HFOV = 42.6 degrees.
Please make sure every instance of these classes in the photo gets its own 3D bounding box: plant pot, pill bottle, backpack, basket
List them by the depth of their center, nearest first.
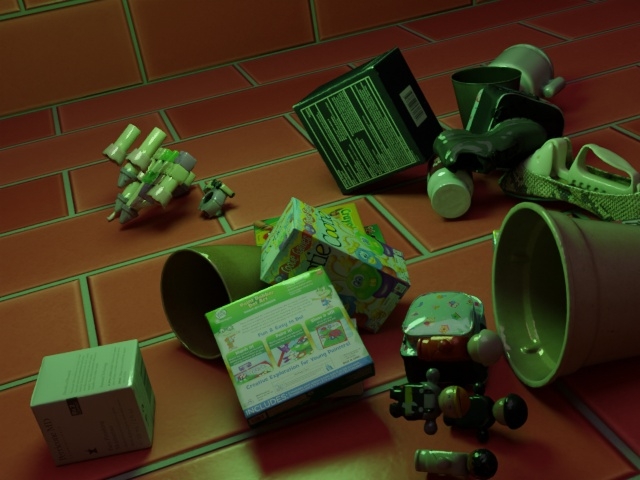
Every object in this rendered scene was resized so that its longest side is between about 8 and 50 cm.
[{"bbox_3d":[0.519,0.094,1.503,0.305,0.334,0.334,-1,27,-10],"label":"plant pot"},{"bbox_3d":[0.239,0.177,1.574,0.166,0.144,0.188,-6,25,18],"label":"backpack"},{"bbox_3d":[-0.174,0.105,1.778,0.237,0.237,0.254,17,23,39],"label":"plant pot"},{"bbox_3d":[0.342,-0.154,2.162,0.121,0.121,0.221,-4,29,10],"label":"pill bottle"},{"bbox_3d":[0.531,-0.302,2.255,0.253,0.225,0.191,9,20,-20],"label":"backpack"},{"bbox_3d":[0.491,-0.380,2.419,0.204,0.227,0.154,4,31,22],"label":"basket"}]

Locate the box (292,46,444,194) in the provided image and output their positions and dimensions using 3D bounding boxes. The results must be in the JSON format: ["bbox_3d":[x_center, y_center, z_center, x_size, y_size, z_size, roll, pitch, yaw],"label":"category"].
[{"bbox_3d":[0.136,-0.326,2.263,0.294,0.296,0.183,-19,18,38],"label":"box"}]

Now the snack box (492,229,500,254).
[{"bbox_3d":[0.479,0.054,1.741,0.207,0.070,0.174,-7,51,8],"label":"snack box"}]

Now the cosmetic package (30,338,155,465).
[{"bbox_3d":[-0.418,0.300,1.534,0.184,0.151,0.151,-12,29,-2],"label":"cosmetic package"}]

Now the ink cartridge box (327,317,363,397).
[{"bbox_3d":[-0.022,0.233,1.604,0.203,0.086,0.148,-7,30,5],"label":"ink cartridge box"}]

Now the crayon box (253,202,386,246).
[{"bbox_3d":[0.000,0.000,2.029,0.318,0.081,0.202,-11,28,-3],"label":"crayon box"}]

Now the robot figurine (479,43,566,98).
[{"bbox_3d":[0.627,-0.509,2.640,0.300,0.199,0.353,18,38,26],"label":"robot figurine"}]

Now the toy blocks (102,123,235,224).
[{"bbox_3d":[-0.474,-0.137,2.336,0.260,0.309,0.288,-56,30,-11],"label":"toy blocks"}]

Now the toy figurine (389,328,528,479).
[{"bbox_3d":[0.229,0.269,1.331,0.148,0.213,0.209,-7,24,34],"label":"toy figurine"}]

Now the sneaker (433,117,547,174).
[{"bbox_3d":[0.436,-0.225,2.079,0.286,0.109,0.130,-12,41,3],"label":"sneaker"}]

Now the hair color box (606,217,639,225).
[{"bbox_3d":[0.761,0.025,1.722,0.347,0.105,0.174,-7,30,2],"label":"hair color box"}]

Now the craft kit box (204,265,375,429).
[{"bbox_3d":[-0.061,0.192,1.528,0.250,0.061,0.246,-22,54,-7],"label":"craft kit box"}]

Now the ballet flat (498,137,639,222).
[{"bbox_3d":[0.640,-0.159,2.018,0.164,0.182,0.483,-26,33,-28],"label":"ballet flat"}]

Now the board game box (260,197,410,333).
[{"bbox_3d":[0.028,0.053,1.714,0.275,0.144,0.142,26,24,-16],"label":"board game box"}]
